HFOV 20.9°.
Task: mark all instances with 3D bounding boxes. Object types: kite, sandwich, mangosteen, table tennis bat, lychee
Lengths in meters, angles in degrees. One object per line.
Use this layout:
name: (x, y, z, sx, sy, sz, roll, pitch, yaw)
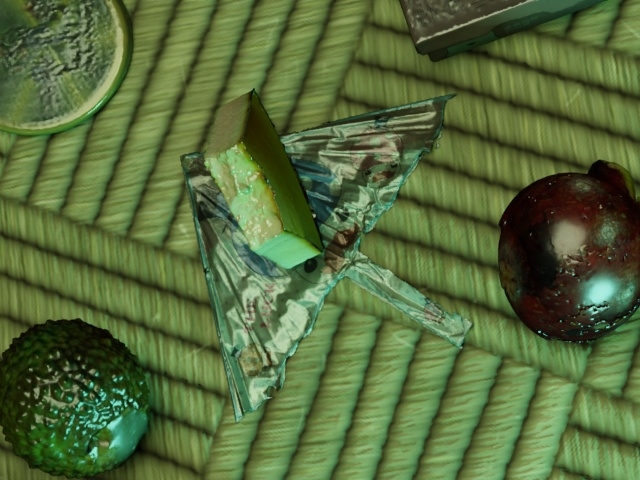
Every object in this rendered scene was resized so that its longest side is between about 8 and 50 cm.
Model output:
kite: (0.000, 0.000, 1.773, 0.368, 0.014, 0.406, 32, 87, 18)
sandwich: (-0.071, -0.076, 1.715, 0.058, 0.162, 0.193, -26, 73, 11)
mangosteen: (0.256, 0.008, 1.641, 0.180, 0.166, 0.166, -21, 71, -23)
table tennis bat: (-0.362, -0.207, 1.894, 0.321, 0.050, 0.198, -3, 79, 9)
lychee: (-0.255, 0.153, 1.731, 0.171, 0.171, 0.171, -3, 77, 13)

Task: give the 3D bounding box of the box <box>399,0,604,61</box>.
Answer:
box: (0.171, -0.311, 1.762, 0.215, 0.086, 0.215, -20, 74, 9)
